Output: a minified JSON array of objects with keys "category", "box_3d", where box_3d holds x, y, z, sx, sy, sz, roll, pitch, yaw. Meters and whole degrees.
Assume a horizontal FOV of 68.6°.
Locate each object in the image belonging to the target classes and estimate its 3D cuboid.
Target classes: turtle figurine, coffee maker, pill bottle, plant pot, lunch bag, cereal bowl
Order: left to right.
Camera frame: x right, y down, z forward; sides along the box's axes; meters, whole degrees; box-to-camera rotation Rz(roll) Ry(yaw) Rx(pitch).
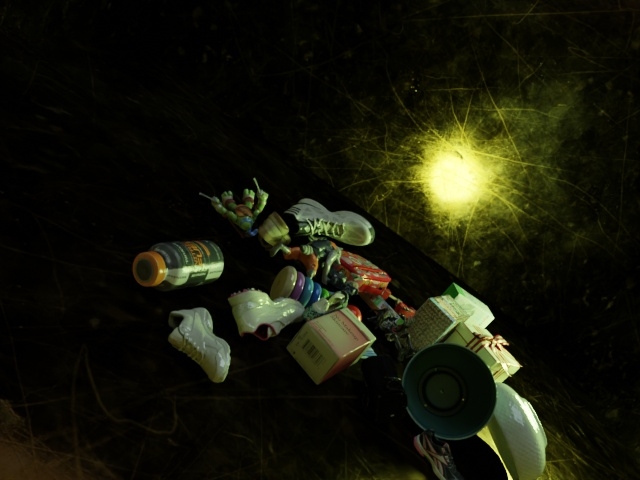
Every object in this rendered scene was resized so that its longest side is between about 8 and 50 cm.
[{"category":"pill bottle","box_3d":[-0.385,0.067,1.270,0.130,0.130,0.246,43,19,17]},{"category":"turtle figurine","box_3d":[-0.318,-0.168,1.845,0.274,0.198,0.266,52,0,-26]},{"category":"lunch bag","box_3d":[0.172,0.157,2.090,0.293,0.120,0.258,13,20,-50]},{"category":"coffee maker","box_3d":[0.198,0.430,1.427,0.120,0.171,0.178,15,22,-15]},{"category":"plant pot","box_3d":[0.415,0.501,1.562,0.293,0.293,0.196,44,-9,19]},{"category":"cereal bowl","box_3d":[0.662,0.638,1.598,0.339,0.141,0.338,-21,90,-86]}]

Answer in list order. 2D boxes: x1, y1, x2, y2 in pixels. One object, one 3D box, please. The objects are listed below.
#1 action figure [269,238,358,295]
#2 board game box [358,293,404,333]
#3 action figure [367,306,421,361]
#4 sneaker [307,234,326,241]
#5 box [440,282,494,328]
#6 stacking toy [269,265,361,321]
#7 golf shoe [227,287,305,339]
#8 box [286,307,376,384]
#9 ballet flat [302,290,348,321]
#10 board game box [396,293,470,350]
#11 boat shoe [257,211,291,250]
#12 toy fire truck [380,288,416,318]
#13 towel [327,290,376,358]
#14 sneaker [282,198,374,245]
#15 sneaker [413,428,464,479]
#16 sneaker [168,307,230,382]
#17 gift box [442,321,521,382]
[{"category":"action figure","box_3d":[0.007,0.083,1.851,0.342,0.178,0.330,29,22,22]},{"category":"board game box","box_3d":[0.281,0.312,2.118,0.259,0.039,0.124,49,22,25]},{"category":"action figure","box_3d":[0.303,0.347,1.898,0.164,0.140,0.275,10,32,-35]},{"category":"sneaker","box_3d":[0.000,0.000,2.308,0.135,0.058,0.052,32,18,-15]},{"category":"box","box_3d":[0.666,0.383,2.309,0.231,0.262,0.126,35,18,-12]},{"category":"stacking toy","box_3d":[-0.002,0.212,1.605,0.331,0.141,0.141,27,20,-21]},{"category":"golf shoe","box_3d":[-0.150,0.235,1.393,0.306,0.115,0.140,21,49,-50]},{"category":"box","box_3d":[0.037,0.315,1.436,0.148,0.126,0.232,45,26,21]},{"category":"ballet flat","box_3d":[0.020,0.203,1.499,0.188,0.070,0.070,-20,57,-46]},{"category":"board game box","box_3d":[0.495,0.372,2.050,0.141,0.232,0.291,46,20,24]},{"category":"boat shoe","box_3d":[-0.194,-0.023,1.826,0.121,0.110,0.341,49,-9,8]},{"category":"toy fire truck","box_3d":[0.385,0.314,2.286,0.192,0.047,0.135,27,19,-32]},{"category":"towel","box_3d":[0.053,0.287,1.724,0.243,0.040,0.336,23,23,-37]},{"category":"sneaker","box_3d":[0.014,-0.048,2.211,0.448,0.169,0.257,21,32,24]},{"category":"sneaker","box_3d":[0.357,0.635,1.375,0.178,0.077,0.072,45,20,19]},{"category":"sneaker","box_3d":[-0.295,0.246,1.096,0.115,0.090,0.232,11,22,-43]},{"category":"gift box","box_3d":[0.679,0.520,1.994,0.255,0.258,0.276,18,25,-46]}]
